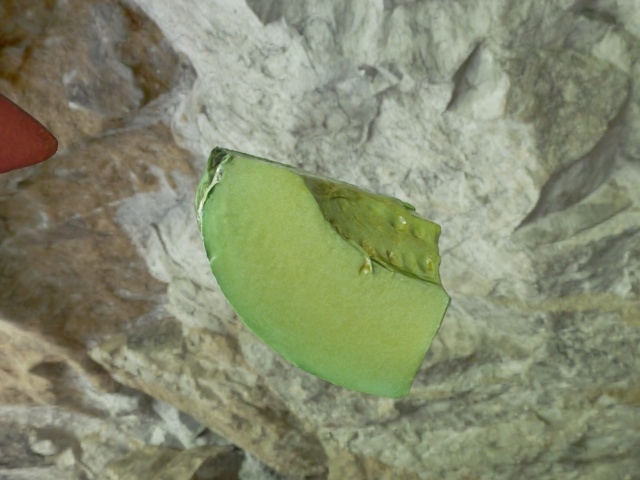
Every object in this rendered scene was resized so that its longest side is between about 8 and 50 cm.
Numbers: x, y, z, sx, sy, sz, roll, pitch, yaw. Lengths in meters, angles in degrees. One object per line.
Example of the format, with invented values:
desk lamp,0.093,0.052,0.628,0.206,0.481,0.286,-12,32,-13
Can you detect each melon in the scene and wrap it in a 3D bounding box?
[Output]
melon,0.000,0.000,0.819,0.344,0.331,0.226,23,-32,-15

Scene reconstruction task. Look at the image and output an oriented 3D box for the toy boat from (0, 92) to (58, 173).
toy boat,-0.354,-0.092,0.345,0.392,0.136,0.079,8,7,-37
